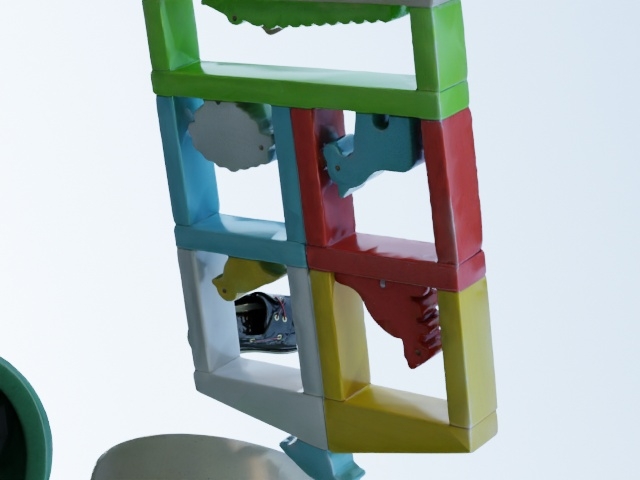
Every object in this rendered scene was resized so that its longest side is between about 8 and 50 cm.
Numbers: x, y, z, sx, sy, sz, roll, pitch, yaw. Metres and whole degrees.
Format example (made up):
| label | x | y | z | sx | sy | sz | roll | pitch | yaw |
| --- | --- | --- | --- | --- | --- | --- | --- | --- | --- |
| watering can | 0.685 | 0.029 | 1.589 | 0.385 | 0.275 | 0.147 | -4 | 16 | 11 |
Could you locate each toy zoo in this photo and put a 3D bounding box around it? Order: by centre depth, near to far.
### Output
| label | x | y | z | sx | sy | sz | roll | pitch | yaw |
| --- | --- | --- | --- | --- | --- | --- | --- | --- | --- |
| toy zoo | 0.000 | 0.000 | 0.906 | 0.192 | 0.030 | 0.293 | 8 | -67 | 37 |

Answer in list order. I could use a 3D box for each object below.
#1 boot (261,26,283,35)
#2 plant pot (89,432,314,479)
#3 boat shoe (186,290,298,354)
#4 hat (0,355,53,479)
| label | x | y | z | sx | sy | sz | roll | pitch | yaw |
| --- | --- | --- | --- | --- | --- | --- | --- | --- | --- |
| boot | -0.022 | -0.369 | 1.696 | 0.211 | 0.295 | 0.104 | 52 | -19 | -22 |
| plant pot | -0.100 | 0.331 | 1.584 | 0.284 | 0.284 | 0.191 | -38 | -150 | 49 |
| boat shoe | -0.046 | 0.068 | 1.440 | 0.042 | 0.133 | 0.049 | 117 | -37 | -53 |
| hat | -0.289 | 0.152 | 1.392 | 0.183 | 0.173 | 0.209 | -57 | 153 | -90 |
